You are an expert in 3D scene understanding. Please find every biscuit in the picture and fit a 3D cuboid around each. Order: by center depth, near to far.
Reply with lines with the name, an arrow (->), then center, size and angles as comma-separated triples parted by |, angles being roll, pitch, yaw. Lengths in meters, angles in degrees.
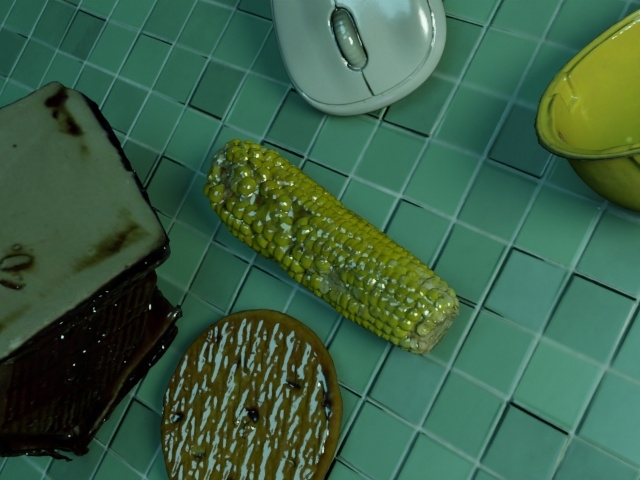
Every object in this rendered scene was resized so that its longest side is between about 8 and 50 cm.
biscuit -> -0.070, 0.171, 0.943 | 0.212, 0.036, 0.212 | -10, 69, 26

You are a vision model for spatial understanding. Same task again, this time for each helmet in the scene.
helmet -> 0.307, -0.100, 0.754 | 0.257, 0.140, 0.205 | -34, 28, 3

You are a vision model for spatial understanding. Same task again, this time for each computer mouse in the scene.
computer mouse -> 0.026, -0.280, 0.979 | 0.184, 0.121, 0.297 | -13, 69, 24

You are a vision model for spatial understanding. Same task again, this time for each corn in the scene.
corn -> 0.000, 0.000, 0.926 | 0.319, 0.097, 0.097 | 36, 94, 32

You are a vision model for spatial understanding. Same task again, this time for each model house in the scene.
model house -> -0.316, 0.058, 1.003 | 0.317, 0.297, 0.283 | 54, 147, 26
